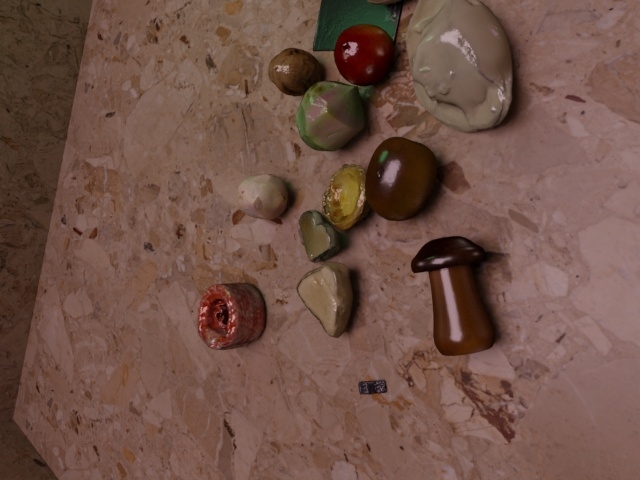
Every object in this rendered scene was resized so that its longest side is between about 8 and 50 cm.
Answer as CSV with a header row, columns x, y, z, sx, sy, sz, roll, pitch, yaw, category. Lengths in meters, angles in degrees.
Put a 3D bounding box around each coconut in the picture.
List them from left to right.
x,y,z,sx,sy,sz,roll,pitch,yaw,category
-0.194,-0.151,1.863,0.183,0.171,0.171,7,91,48,coconut
0.034,-0.393,1.671,0.204,0.236,0.236,44,119,-5,coconut

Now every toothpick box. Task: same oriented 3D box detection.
x,y,z,sx,sy,sz,roll,pitch,yaw,category
0.346,0.136,1.385,0.192,0.192,0.294,-16,82,38,toothpick box

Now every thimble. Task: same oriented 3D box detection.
x,y,z,sx,sy,sz,roll,pitch,yaw,category
-0.327,0.272,1.946,0.239,0.162,0.239,-5,83,39,thimble

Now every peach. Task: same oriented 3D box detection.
x,y,z,sx,sy,sz,roll,pitch,yaw,category
0.124,-0.552,1.608,0.197,0.197,0.197,-4,84,40,peach

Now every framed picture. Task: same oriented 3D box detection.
x,y,z,sx,sy,sz,roll,pitch,yaw,category
0.122,-0.743,1.745,0.338,0.014,0.255,15,97,40,framed picture

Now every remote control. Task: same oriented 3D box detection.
x,y,z,sx,sy,sz,roll,pitch,yaw,category
0.156,0.442,1.626,0.096,0.014,0.039,-17,76,37,remote control

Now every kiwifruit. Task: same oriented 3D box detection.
x,y,z,sx,sy,sz,roll,pitch,yaw,category
0.220,-0.167,1.507,0.196,0.196,0.234,31,113,37,kiwifruit

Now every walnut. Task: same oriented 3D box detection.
x,y,z,sx,sy,sz,roll,pitch,yaw,category
-0.087,-0.559,1.796,0.155,0.184,0.155,1,92,44,walnut

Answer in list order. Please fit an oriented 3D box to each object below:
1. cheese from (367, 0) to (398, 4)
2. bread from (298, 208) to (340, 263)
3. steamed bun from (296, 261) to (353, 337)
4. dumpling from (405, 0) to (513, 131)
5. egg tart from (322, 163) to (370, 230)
x,y,z,sx,sy,sz,roll,pitch,yaw,category
0.206,-0.835,1.587,0.233,0.127,0.266,-18,77,38,cheese
0.000,0.000,1.733,0.232,0.064,0.172,-137,47,-55,bread
0.041,0.161,1.681,0.231,0.110,0.212,52,135,26,steamed bun
0.358,-0.458,1.440,0.395,0.233,0.315,59,154,11,dumpling
0.091,-0.131,1.660,0.212,0.090,0.213,-10,77,53,egg tart
